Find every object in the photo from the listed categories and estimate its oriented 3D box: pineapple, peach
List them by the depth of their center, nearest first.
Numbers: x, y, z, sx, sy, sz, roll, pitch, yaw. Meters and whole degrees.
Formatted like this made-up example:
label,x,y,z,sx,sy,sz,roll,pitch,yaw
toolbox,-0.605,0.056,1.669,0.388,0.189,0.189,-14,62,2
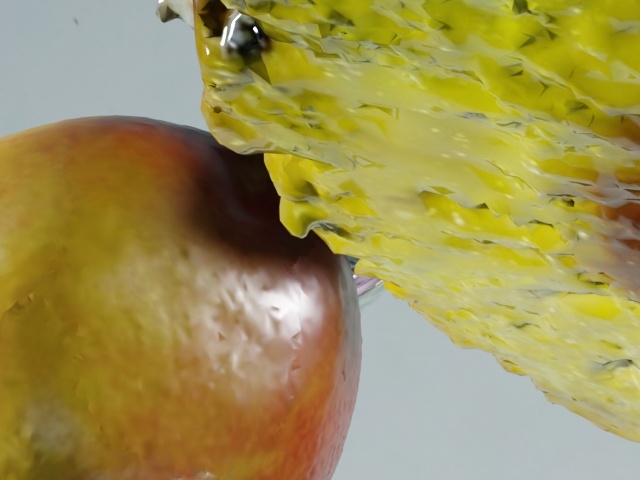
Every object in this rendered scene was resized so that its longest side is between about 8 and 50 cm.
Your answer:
label,x,y,z,sx,sy,sz,roll,pitch,yaw
pineapple,0.058,-0.076,0.378,0.161,0.334,0.158,21,78,9
peach,-0.125,0.086,0.990,0.308,0.308,0.332,42,103,-5

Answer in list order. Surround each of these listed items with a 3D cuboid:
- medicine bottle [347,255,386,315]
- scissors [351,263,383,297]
label,x,y,z,sx,sy,sz,roll,pitch,yaw
medicine bottle,0.000,0.000,1.672,0.141,0.293,0.141,5,70,-15
scissors,0.084,-0.011,1.219,0.176,0.085,0.022,-31,97,16
